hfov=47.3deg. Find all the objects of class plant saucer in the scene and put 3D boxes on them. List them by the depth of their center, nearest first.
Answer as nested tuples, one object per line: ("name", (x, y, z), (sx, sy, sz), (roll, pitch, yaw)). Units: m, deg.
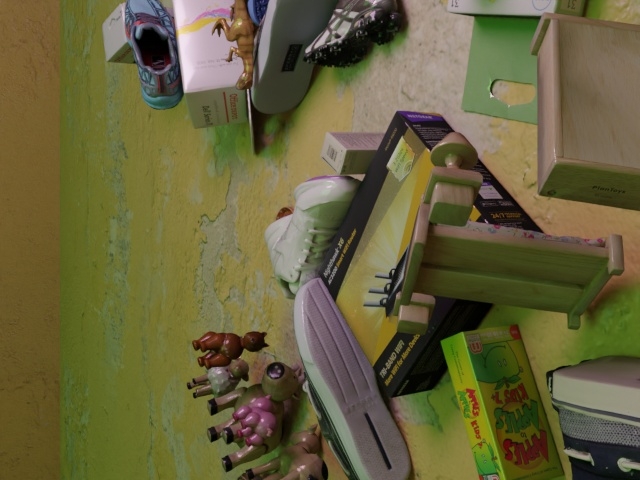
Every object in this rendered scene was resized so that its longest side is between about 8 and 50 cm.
("plant saucer", (-0.059, -0.021, 1.340), (0.083, 0.013, 0.083), (5, 96, 58))

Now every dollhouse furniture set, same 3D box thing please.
("dollhouse furniture set", (0.249, -0.031, 0.747), (0.355, 0.303, 0.173), (94, -175, -60))

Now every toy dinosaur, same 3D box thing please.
("toy dinosaur", (-0.127, -0.350, 1.175), (0.112, 0.064, 0.211), (44, 149, 42))

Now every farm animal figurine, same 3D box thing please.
("farm animal figurine", (-0.096, 0.311, 1.306), (0.330, 0.172, 0.327), (63, 153, 21))

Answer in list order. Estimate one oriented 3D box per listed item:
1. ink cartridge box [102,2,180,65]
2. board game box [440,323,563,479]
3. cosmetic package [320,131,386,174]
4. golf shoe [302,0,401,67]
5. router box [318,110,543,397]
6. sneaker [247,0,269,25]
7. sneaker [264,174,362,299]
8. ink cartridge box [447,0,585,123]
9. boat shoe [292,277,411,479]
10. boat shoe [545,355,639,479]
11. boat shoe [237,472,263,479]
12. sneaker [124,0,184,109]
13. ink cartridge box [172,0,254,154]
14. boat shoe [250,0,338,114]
("ink cartridge box", (-0.346, -0.437, 1.577), (0.153, 0.208, 0.087), (-9, 85, 58))
("board game box", (0.212, 0.195, 0.856), (0.043, 0.092, 0.181), (-36, 62, 52))
("cosmetic package", (0.065, -0.124, 1.041), (0.060, 0.115, 0.041), (50, 134, 45))
("golf shoe", (0.045, -0.326, 1.103), (0.198, 0.077, 0.094), (-16, 73, 48))
("router box", (0.127, 0.020, 0.986), (0.243, 0.081, 0.309), (59, 138, 37))
("sneaker", (-0.097, -0.495, 1.307), (0.090, 0.081, 0.232), (18, 101, 59))
("sneaker", (0.000, 0.000, 1.158), (0.305, 0.114, 0.152), (130, 135, -60))
("ink cartridge box", (0.220, -0.260, 0.842), (0.171, 0.056, 0.235), (28, 114, 53))
("boat shoe", (0.022, 0.227, 1.118), (0.119, 0.121, 0.335), (-34, 70, 53))
("boat shoe", (0.349, 0.200, 0.632), (0.340, 0.127, 0.158), (-2, 98, 66))
("boat shoe", (-0.156, 0.622, 1.452), (0.123, 0.116, 0.324), (14, 104, 57))
("sneaker", (-0.313, -0.386, 1.390), (0.125, 0.104, 0.262), (104, 149, -66))
("ink cartridge box", (-0.205, -0.346, 1.381), (0.207, 0.119, 0.353), (112, 149, -79))
("boat shoe", (-0.043, -0.382, 1.194), (0.367, 0.136, 0.156), (119, 140, -54))
